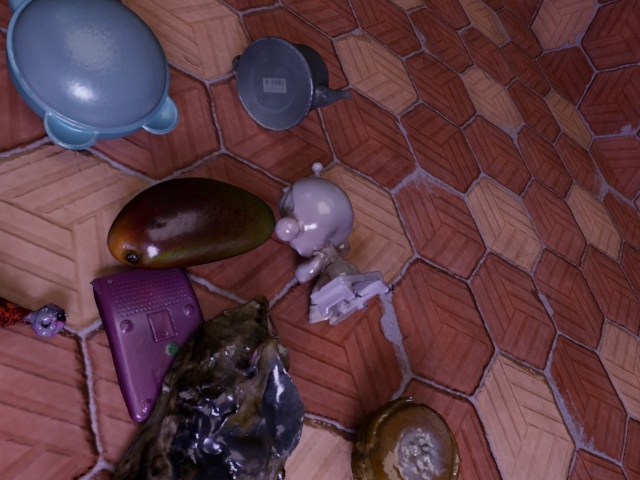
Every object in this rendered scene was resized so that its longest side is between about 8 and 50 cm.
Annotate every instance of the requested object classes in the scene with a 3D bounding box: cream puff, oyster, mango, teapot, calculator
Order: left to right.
[{"bbox_3d":[-0.204,0.122,0.599,0.127,0.034,0.190,-11,72,-41],"label":"calculator"},{"bbox_3d":[-0.170,-0.030,0.663,0.133,0.111,0.268,41,33,28],"label":"mango"},{"bbox_3d":[-0.095,0.242,0.552,0.221,0.096,0.361,39,54,-22],"label":"oyster"},{"bbox_3d":[-0.061,-0.311,0.894,0.239,0.162,0.149,25,35,18],"label":"teapot"},{"bbox_3d":[0.114,0.307,0.654,0.165,0.115,0.150,-17,67,-31],"label":"cream puff"}]

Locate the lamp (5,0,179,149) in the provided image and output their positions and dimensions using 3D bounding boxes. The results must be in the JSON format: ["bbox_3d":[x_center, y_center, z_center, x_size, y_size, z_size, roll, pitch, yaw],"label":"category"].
[{"bbox_3d":[-0.336,-0.276,0.668,0.209,0.147,0.284,-22,77,-39],"label":"lamp"}]

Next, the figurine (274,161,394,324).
[{"bbox_3d":[0.003,-0.005,0.746,0.182,0.144,0.256,-9,68,-37],"label":"figurine"}]

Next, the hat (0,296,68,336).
[{"bbox_3d":[-0.382,0.060,0.480,0.227,0.129,0.140,21,34,-45],"label":"hat"}]
